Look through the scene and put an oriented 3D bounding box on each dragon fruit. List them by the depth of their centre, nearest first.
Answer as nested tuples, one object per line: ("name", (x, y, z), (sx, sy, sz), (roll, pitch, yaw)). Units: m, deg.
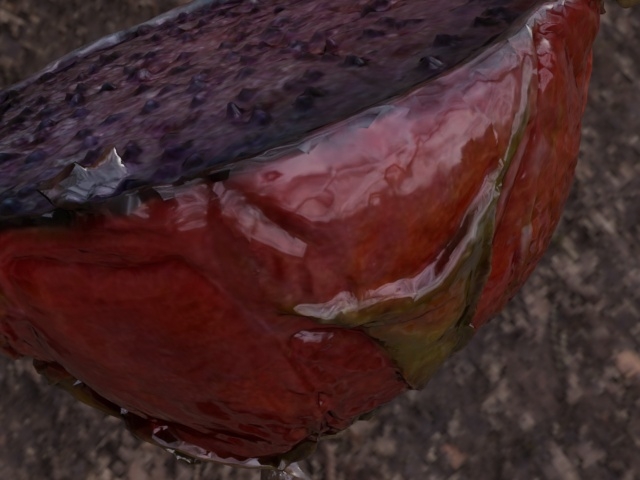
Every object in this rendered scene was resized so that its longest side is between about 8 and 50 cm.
("dragon fruit", (-0.004, 0.001, 0.449), (0.223, 0.218, 0.148), (-33, 114, -32))

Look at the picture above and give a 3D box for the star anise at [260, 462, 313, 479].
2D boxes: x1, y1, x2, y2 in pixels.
("star anise", (0.021, 0.313, 1.109), (0.349, 0.109, 0.292), (46, 17, -20))
